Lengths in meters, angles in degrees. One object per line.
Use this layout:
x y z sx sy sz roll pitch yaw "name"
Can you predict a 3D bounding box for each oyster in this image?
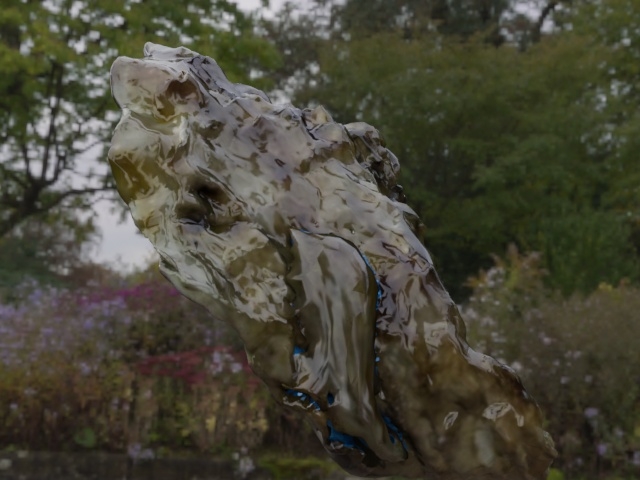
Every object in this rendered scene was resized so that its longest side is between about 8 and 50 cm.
0.000 0.000 0.411 0.083 0.214 0.223 -42 -56 18 "oyster"
